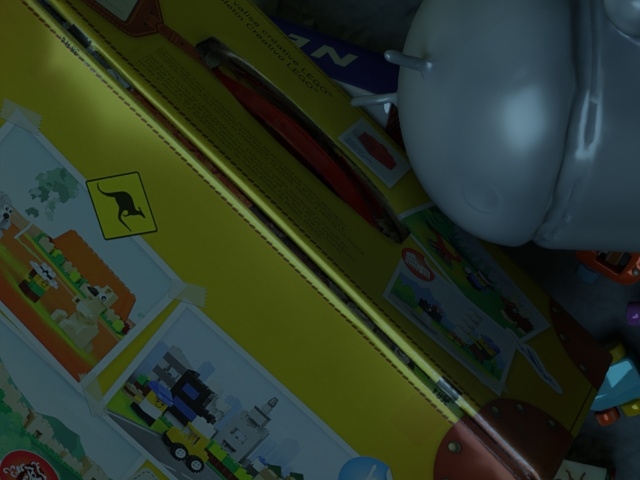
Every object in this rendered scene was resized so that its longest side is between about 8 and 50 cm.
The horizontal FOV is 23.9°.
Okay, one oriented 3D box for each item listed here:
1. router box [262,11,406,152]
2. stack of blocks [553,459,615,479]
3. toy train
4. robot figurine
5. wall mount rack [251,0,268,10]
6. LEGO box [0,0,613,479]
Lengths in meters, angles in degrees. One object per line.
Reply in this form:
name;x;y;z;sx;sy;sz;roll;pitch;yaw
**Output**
router box;-0.115;-0.038;1.169;0.335;0.082;0.301;22;118;14
stack of blocks;0.076;0.239;1.234;0.297;0.087;0.171;11;84;17
toy train;0.225;0.059;1.165;0.125;0.046;0.166;27;117;9
robot figurine;0.202;-0.091;0.971;0.353;0.200;0.300;3;159;-9
wall mount rack;-0.062;-0.326;1.055;0.350;0.130;0.304;41;153;1
LEGO box;-0.119;0.049;1.045;0.500;0.193;0.372;45;121;1
